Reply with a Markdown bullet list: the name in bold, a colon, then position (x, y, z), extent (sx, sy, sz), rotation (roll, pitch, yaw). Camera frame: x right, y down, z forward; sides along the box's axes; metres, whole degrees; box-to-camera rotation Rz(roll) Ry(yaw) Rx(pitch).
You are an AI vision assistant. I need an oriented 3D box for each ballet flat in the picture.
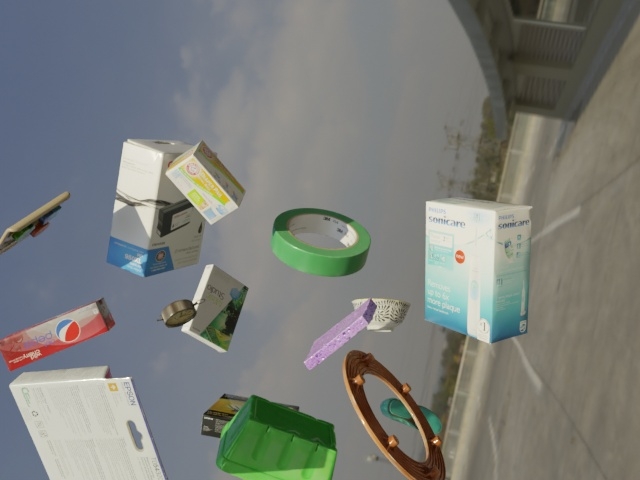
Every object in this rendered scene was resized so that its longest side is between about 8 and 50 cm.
- **ballet flat**: position (0.305, 0.599, 2.206), extent (0.087, 0.247, 0.083), rotation (-14, 51, 60)

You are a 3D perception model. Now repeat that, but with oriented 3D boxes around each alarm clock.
- **alarm clock**: position (-0.531, 0.270, 2.477), extent (0.064, 0.192, 0.129), rotation (63, 180, 25)

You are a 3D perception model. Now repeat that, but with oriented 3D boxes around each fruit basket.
- **fruit basket**: position (-0.151, 0.716, 1.968), extent (0.283, 0.391, 0.393), rotation (-100, 18, -76)

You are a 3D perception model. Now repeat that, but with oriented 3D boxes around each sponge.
- **sponge**: position (0.049, 0.233, 1.596), extent (0.210, 0.031, 0.117), rotation (-41, 4, 24)

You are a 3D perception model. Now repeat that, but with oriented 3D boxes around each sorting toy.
- **sorting toy**: position (-0.832, -0.008, 1.756), extent (0.229, 0.041, 0.307), rotation (-30, 14, 41)

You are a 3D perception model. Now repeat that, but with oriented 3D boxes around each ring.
- **ring**: position (0.167, 0.372, 1.375), extent (0.032, 0.337, 0.336), rotation (-41, -7, 15)

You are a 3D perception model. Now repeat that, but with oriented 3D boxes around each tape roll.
- **tape roll**: position (0.000, 0.000, 2.083), extent (0.321, 0.321, 0.077), rotation (-52, -22, -59)

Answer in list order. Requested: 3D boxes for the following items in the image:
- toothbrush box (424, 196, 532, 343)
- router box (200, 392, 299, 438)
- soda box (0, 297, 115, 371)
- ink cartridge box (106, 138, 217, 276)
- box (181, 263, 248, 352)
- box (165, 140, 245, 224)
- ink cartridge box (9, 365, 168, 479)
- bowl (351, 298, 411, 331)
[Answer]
- **toothbrush box**: position (0.356, 0.058, 1.469), extent (0.126, 0.216, 0.296), rotation (-7, -77, -32)
- **router box**: position (-0.251, 0.659, 2.354), extent (0.243, 0.308, 0.081), rotation (-26, -57, -80)
- **soda box**: position (-0.667, 0.236, 1.628), extent (0.092, 0.263, 0.084), rotation (-142, 30, -83)
- **ink cartridge box**: position (-0.503, -0.111, 2.052), extent (0.285, 0.166, 0.395), rotation (-17, -58, -63)
- **box**: position (-0.457, 0.299, 2.825), extent (0.232, 0.058, 0.322), rotation (38, -123, -37)
- **box**: position (-0.329, -0.168, 1.855), extent (0.203, 0.114, 0.103), rotation (50, -155, -22)
- **ink cartridge box**: position (-0.541, 0.457, 1.548), extent (0.071, 0.329, 0.324), rotation (-67, -32, -66)
- **bowl**: position (0.170, 0.216, 1.816), extent (0.170, 0.170, 0.080), rotation (49, -136, -72)
